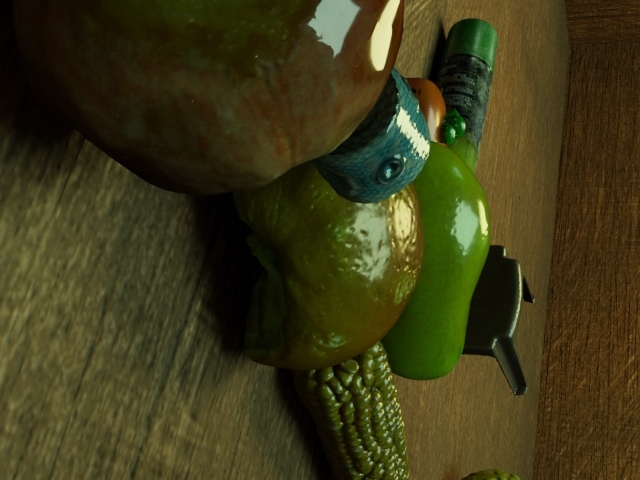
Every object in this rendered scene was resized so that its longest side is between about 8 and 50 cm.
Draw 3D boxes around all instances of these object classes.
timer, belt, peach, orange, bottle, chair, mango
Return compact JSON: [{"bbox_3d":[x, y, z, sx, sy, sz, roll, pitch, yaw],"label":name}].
[{"bbox_3d":[0.120,-0.139,1.007,0.099,0.136,0.136,-44,132,-52],"label":"timer"},{"bbox_3d":[-0.001,-0.155,0.615,0.072,0.087,0.302,40,23,-48],"label":"belt"},{"bbox_3d":[-0.073,-0.145,0.446,0.235,0.214,0.214,62,32,-18],"label":"peach"},{"bbox_3d":[0.005,-0.002,0.682,0.179,0.158,0.237,-34,123,-65],"label":"orange"},{"bbox_3d":[0.221,-0.219,1.282,0.093,0.093,0.330,64,35,-48],"label":"bottle"},{"bbox_3d":[0.174,0.065,1.071,0.326,0.183,0.175,58,39,-55],"label":"chair"},{"bbox_3d":[0.082,0.021,0.853,0.149,0.185,0.273,-29,138,-40],"label":"mango"}]

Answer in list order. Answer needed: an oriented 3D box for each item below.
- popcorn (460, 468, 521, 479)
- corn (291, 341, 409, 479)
[{"bbox_3d":[0.316,0.518,1.453,0.221,0.184,0.204,60,32,-50],"label":"popcorn"},{"bbox_3d":[0.044,0.207,0.871,0.102,0.102,0.313,-67,151,-42],"label":"corn"}]
